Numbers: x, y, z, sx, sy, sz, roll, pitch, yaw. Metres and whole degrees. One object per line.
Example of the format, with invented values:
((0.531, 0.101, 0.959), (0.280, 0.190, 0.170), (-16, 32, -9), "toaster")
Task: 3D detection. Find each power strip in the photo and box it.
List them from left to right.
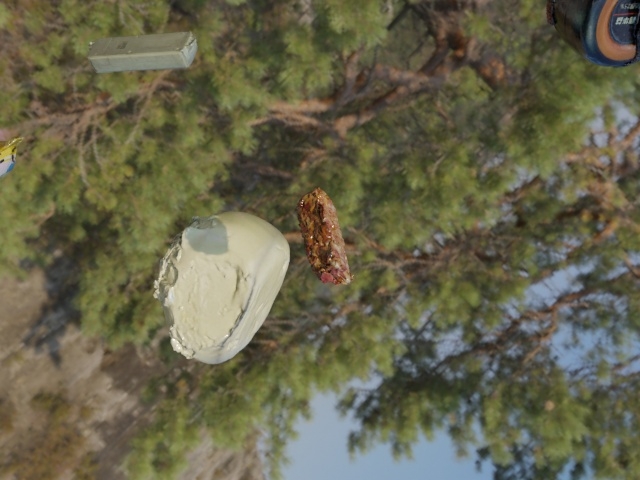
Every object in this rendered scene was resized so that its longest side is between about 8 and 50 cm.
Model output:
((-0.394, -0.419, 1.673), (0.052, 0.272, 0.078), (70, 27, -50), "power strip")

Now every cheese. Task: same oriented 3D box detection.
((-0.624, -0.106, 1.313), (0.250, 0.064, 0.156), (-33, -167, 0), "cheese")

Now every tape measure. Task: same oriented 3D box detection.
((0.466, -0.383, 1.167), (0.202, 0.135, 0.222), (-11, 133, -19), "tape measure")

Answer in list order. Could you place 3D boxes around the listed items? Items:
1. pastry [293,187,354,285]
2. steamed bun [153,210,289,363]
((0.001, 0.001, 1.133), (0.063, 0.169, 0.087), (-23, 144, 15), "pastry")
((-0.225, 0.090, 1.677), (0.333, 0.233, 0.312), (-62, 172, 2), "steamed bun")
